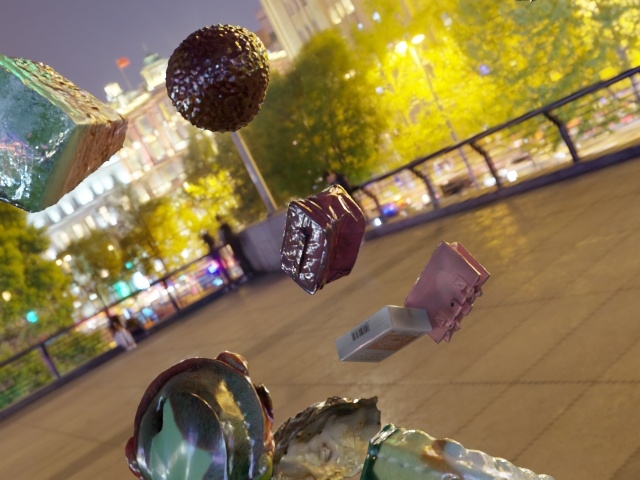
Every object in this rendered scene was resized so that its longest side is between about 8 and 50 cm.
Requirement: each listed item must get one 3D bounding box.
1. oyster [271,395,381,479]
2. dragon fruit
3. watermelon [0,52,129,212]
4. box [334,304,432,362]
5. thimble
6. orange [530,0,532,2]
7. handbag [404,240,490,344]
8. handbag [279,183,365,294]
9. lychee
[{"bbox_3d":[-0.005,0.393,1.512,0.396,0.204,0.111,-3,19,-42],"label":"oyster"},{"bbox_3d":[-0.197,0.330,1.245,0.268,0.295,0.130,6,-8,11],"label":"dragon fruit"},{"bbox_3d":[-0.314,-0.136,0.858,0.140,0.192,0.256,-60,-7,17],"label":"watermelon"},{"bbox_3d":[0.148,0.228,1.792,0.141,0.058,0.201,11,-38,-40],"label":"box"},{"bbox_3d":[0.188,0.367,1.006,0.254,0.288,0.167,136,156,-73],"label":"thimble"},{"bbox_3d":[0.377,-0.529,1.389,0.112,0.160,0.170,-1,49,8],"label":"orange"},{"bbox_3d":[0.298,0.122,1.776,0.059,0.157,0.213,4,-56,-37],"label":"handbag"},{"bbox_3d":[0.000,0.000,1.599,0.135,0.146,0.225,-24,-33,-33],"label":"handbag"},{"bbox_3d":[-0.244,-0.389,1.782,0.260,0.261,0.260,-26,5,2],"label":"lychee"}]
